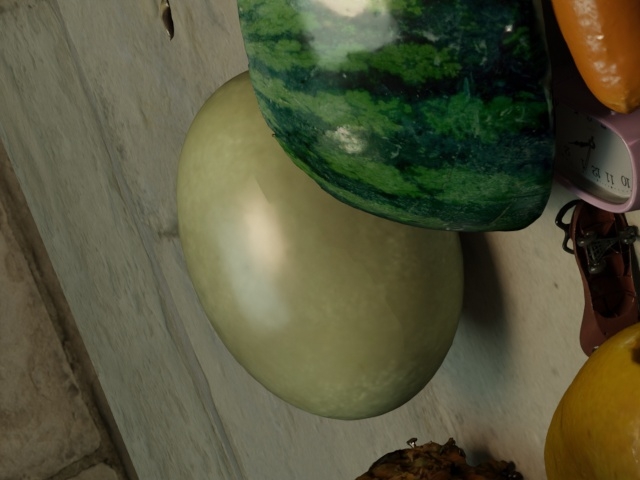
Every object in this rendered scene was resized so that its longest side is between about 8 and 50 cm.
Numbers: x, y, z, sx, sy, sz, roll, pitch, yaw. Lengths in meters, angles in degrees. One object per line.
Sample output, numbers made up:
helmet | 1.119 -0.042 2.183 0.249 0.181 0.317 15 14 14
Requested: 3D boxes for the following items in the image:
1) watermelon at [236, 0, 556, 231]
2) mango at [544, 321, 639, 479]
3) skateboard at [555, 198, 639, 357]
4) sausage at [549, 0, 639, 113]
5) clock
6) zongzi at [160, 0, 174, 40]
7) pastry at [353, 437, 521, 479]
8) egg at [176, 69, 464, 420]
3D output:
watermelon | 0.051 -0.125 1.414 0.319 0.222 0.292 -119 22 -75
mango | 0.275 0.182 1.370 0.253 0.182 0.365 63 158 0
skateboard | 0.233 0.031 1.492 0.080 0.067 0.151 -145 40 -70
sausage | 0.197 -0.201 1.262 0.098 0.098 0.238 16 126 63
clock | 0.221 -0.070 1.404 0.152 0.050 0.110 37 146 52
zongzi | -0.363 -0.389 1.860 0.218 0.467 0.500 32 143 47
pastry | 0.105 0.305 1.810 0.275 0.275 0.193 37 159 51
egg | 0.000 0.000 1.719 0.352 0.258 0.258 62 159 0
